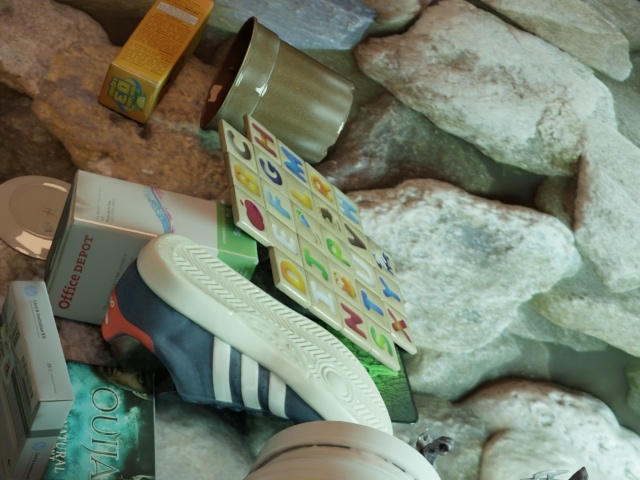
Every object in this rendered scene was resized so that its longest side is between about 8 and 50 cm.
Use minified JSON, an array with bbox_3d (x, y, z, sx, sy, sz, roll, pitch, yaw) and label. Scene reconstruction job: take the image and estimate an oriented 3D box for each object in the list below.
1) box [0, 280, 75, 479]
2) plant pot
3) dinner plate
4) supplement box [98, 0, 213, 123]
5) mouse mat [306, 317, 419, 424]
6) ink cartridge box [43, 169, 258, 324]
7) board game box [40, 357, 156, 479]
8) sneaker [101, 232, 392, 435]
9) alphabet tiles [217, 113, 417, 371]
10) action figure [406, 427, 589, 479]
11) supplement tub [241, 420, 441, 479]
[{"bbox_3d":[-0.293,0.153,1.350,0.038,0.186,0.145,2,46,-30],"label":"box"},{"bbox_3d":[-0.054,-0.192,1.876,0.165,0.167,0.167,24,40,-16],"label":"plant pot"},{"bbox_3d":[-0.327,-0.032,1.660,0.141,0.017,0.141,14,43,-14],"label":"dinner plate"},{"bbox_3d":[-0.224,-0.261,1.908,0.080,0.078,0.233,24,40,-3],"label":"supplement box"},{"bbox_3d":[0.020,0.153,1.660,0.189,0.007,0.153,6,45,-22],"label":"mouse mat"},{"bbox_3d":[-0.195,0.023,1.565,0.212,0.154,0.093,11,42,-17],"label":"ink cartridge box"},{"bbox_3d":[-0.234,0.208,1.450,0.126,0.026,0.186,10,43,-18],"label":"board game box"},{"bbox_3d":[-0.084,0.144,1.512,0.350,0.148,0.131,39,22,-12],"label":"sneaker"},{"bbox_3d":[0.000,0.000,1.670,0.342,0.011,0.285,38,28,-39],"label":"alphabet tiles"},{"bbox_3d":[0.152,0.295,1.515,0.285,0.099,0.185,9,49,-16],"label":"action figure"},{"bbox_3d":[-0.006,0.348,1.263,0.235,0.235,0.325,24,41,-4],"label":"supplement tub"}]
